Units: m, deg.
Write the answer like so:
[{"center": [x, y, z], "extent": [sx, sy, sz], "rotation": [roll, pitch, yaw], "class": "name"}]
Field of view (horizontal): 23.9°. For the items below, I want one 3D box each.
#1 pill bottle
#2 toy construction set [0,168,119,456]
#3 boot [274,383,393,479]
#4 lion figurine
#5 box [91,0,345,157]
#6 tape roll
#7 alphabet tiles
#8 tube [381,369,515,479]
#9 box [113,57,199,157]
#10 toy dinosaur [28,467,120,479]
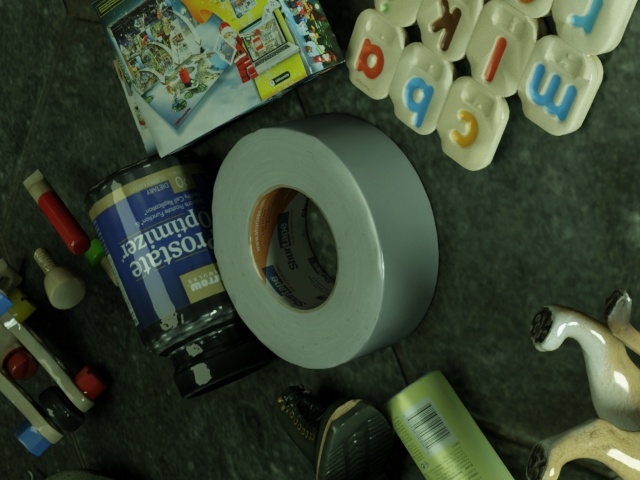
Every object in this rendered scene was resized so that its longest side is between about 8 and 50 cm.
[{"center": [-0.131, 0.034, 1.450], "extent": [0.123, 0.123, 0.219], "rotation": [-33, 78, 47], "class": "pill bottle"}, {"center": [-0.359, 0.060, 1.660], "extent": [0.308, 0.257, 0.237], "rotation": [-57, 46, 17], "class": "toy construction set"}, {"center": [-0.003, 0.164, 1.351], "extent": [0.137, 0.077, 0.198], "rotation": [50, 159, 29], "class": "boot"}, {"center": [0.217, 0.225, 1.112], "extent": [0.142, 0.240, 0.392], "rotation": [-107, 39, -59], "class": "lion figurine"}, {"center": [-0.095, -0.184, 1.333], "extent": [0.233, 0.044, 0.159], "rotation": [-22, 91, 48], "class": "box"}, {"center": [0.000, 0.000, 1.337], "extent": [0.219, 0.072, 0.219], "rotation": [17, 115, 42], "class": "tape roll"}, {"center": [0.117, -0.208, 1.179], "extent": [0.284, 0.021, 0.278], "rotation": [40, 126, 31], "class": "alphabet tiles"}, {"center": [0.140, 0.224, 1.277], "extent": [0.240, 0.062, 0.070], "rotation": [57, 170, 12], "class": "tube"}, {"center": [-0.113, -0.159, 1.431], "extent": [0.207, 0.036, 0.114], "rotation": [-24, 85, 48], "class": "box"}, {"center": [-0.279, 0.324, 1.710], "extent": [0.160, 0.121, 0.313], "rotation": [54, 141, 0], "class": "toy dinosaur"}]
